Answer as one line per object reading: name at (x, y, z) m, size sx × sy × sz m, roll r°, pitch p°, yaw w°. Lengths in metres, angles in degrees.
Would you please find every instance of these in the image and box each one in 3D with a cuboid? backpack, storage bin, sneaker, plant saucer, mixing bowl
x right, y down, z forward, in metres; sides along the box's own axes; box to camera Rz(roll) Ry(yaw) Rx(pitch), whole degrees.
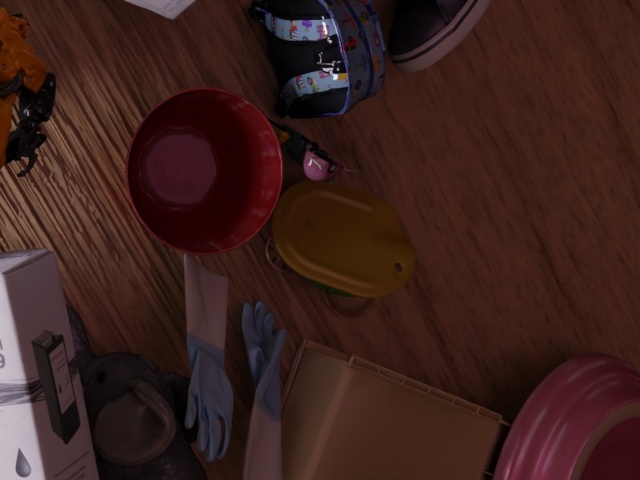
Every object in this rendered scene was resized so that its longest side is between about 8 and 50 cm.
backpack at (0.014, -0.217, 1.818) m, size 0.117 × 0.173 × 0.158 m, roll -19°, pitch 101°, yaw -24°
storage bin at (0.066, 0.286, 1.909) m, size 0.260 × 0.123 × 0.262 m, roll 24°, pitch 83°, yaw -26°
sneaker at (0.152, -0.344, 1.907) m, size 0.127 × 0.126 × 0.321 m, roll 46°, pitch 63°, yaw -26°
plant saucer at (0.337, 0.308, 2.005) m, size 0.332 × 0.084 × 0.332 m, roll -16°, pitch 113°, yaw -44°
plant saucer at (0.037, 0.051, 1.936) m, size 0.083 × 0.015 × 0.083 m, roll -2°, pitch 94°, yaw -26°
mixing bowl at (-0.142, -0.078, 1.790) m, size 0.181 × 0.098 × 0.181 m, roll -2°, pitch 96°, yaw -25°

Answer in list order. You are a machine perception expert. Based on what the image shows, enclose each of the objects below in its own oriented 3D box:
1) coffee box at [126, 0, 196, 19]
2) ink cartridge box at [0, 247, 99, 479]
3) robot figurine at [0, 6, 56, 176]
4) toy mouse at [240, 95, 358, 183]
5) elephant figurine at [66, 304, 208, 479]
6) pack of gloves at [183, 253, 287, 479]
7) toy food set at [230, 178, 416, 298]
coffee box at (-0.190, -0.475, 1.561) m, size 0.338 × 0.338 × 0.334 m, roll 20°, pitch 64°, yaw -26°
ink cartridge box at (-0.356, 0.167, 1.636) m, size 0.211 × 0.121 × 0.289 m, roll -8°, pitch 99°, yaw 17°
robot figurine at (-0.377, -0.122, 1.628) m, size 0.211 × 0.085 × 0.291 m, roll 58°, pitch 45°, yaw -39°
toy mouse at (-0.016, -0.095, 1.846) m, size 0.143 × 0.161 × 0.031 m, roll 27°, pitch 99°, yaw -38°
elephant figurine at (-0.196, 0.197, 1.744) m, size 0.186 × 0.169 × 0.239 m, roll 1°, pitch 97°, yaw -21°
pack of gloves at (-0.080, 0.148, 1.785) m, size 0.195 × 0.046 × 0.232 m, roll 39°, pitch 42°, yaw -51°
toy food set at (0.000, 0.000, 1.883) m, size 0.218 × 0.071 × 0.128 m, roll 22°, pitch 63°, yaw -13°
